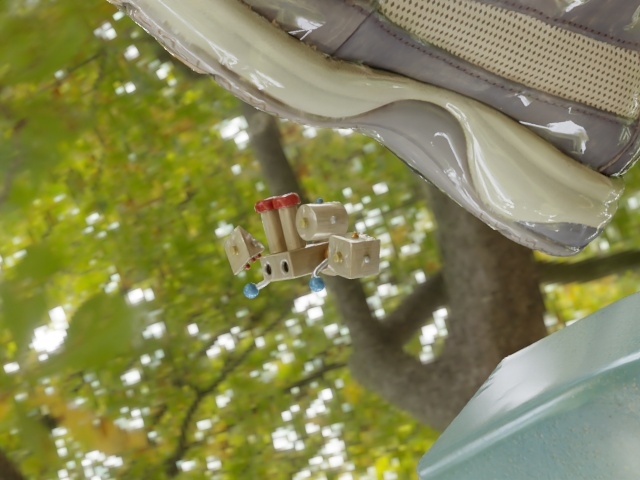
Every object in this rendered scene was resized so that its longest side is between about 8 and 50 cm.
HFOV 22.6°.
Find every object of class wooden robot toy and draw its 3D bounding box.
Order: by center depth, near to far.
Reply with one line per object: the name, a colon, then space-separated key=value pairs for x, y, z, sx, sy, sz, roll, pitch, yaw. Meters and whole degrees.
wooden robot toy: x=0.000 y=0.000 z=1.228 sx=0.079 sy=0.173 sz=0.076 roll=-7 pitch=-90 yaw=-35

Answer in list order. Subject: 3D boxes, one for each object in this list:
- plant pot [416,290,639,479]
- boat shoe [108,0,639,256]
plant pot: x=0.271 y=0.162 z=1.198 sx=0.248 sy=0.252 sz=0.247 roll=52 pitch=-151 yaw=1
boat shoe: x=0.014 y=-0.105 z=0.482 sx=0.132 sy=0.130 sz=0.355 roll=41 pitch=-170 yaw=32
